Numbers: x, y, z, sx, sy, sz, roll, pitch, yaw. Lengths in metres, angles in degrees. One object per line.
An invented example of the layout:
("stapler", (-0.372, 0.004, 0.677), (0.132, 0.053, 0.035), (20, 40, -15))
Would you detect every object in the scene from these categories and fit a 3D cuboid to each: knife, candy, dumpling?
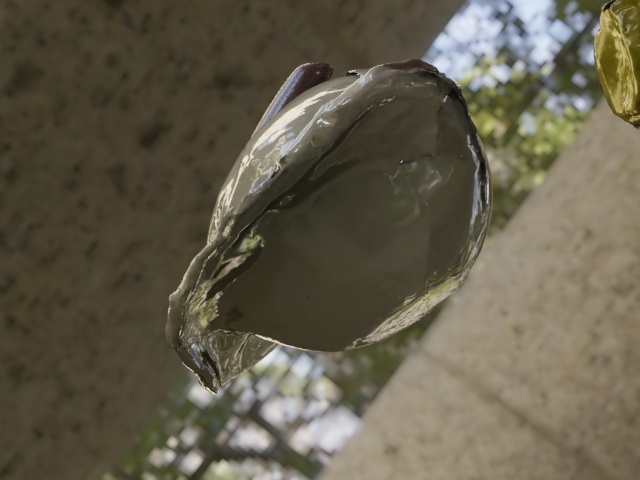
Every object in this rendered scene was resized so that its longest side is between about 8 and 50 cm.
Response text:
("knife", (-0.054, -0.046, 1.825), (0.053, 0.278, 0.123), (27, -10, -35))
("candy", (0.314, -0.143, 1.501), (0.198, 0.106, 0.094), (-6, 11, -8))
("dumpling", (0.000, 0.000, 1.365), (0.181, 0.260, 0.341), (51, -9, -10))
